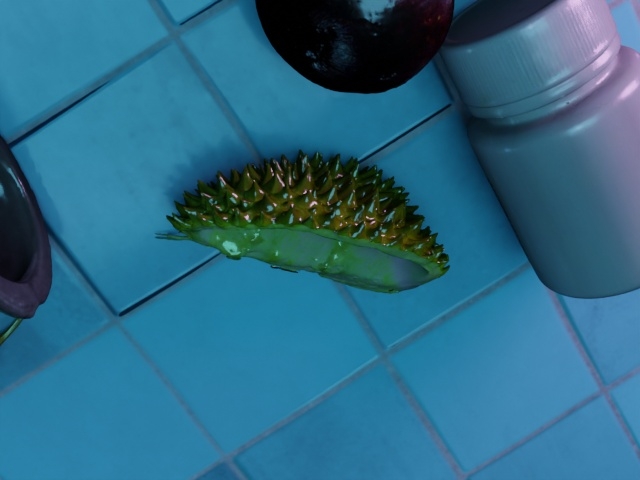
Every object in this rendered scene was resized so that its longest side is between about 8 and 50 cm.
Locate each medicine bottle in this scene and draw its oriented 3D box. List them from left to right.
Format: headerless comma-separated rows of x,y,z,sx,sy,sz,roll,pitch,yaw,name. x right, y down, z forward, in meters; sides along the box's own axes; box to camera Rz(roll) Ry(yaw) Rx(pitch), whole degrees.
0.284,-0.121,0.916,0.208,0.208,0.339,-32,113,0,medicine bottle

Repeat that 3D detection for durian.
-0.002,-0.008,0.928,0.355,0.157,0.169,12,123,-16,durian

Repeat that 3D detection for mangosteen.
0.055,-0.269,0.831,0.250,0.211,0.211,-42,117,-29,mangosteen

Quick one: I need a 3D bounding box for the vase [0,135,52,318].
-0.458,0.005,0.796,0.291,0.245,0.245,-19,113,1,vase

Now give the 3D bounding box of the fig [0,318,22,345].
-0.407,0.145,0.925,0.166,0.093,0.093,-22,113,-5,fig
